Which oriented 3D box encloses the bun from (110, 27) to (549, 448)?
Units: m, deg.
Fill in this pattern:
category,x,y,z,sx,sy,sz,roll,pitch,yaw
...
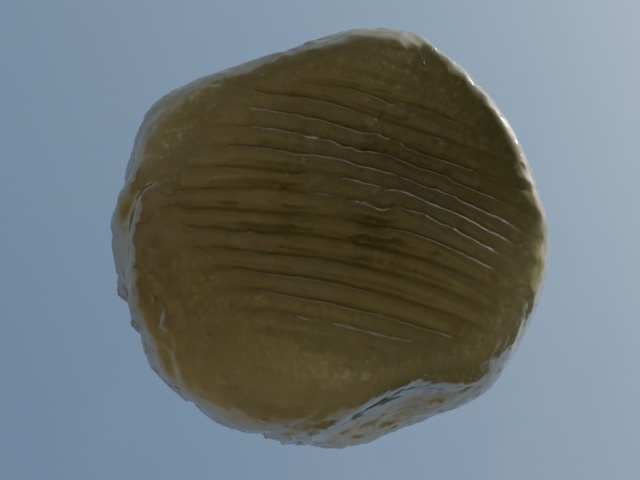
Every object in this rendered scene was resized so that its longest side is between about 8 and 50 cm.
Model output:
category,x,y,z,sx,sy,sz,roll,pitch,yaw
bun,0.000,0.000,1.026,0.349,0.227,0.352,16,-113,-16
